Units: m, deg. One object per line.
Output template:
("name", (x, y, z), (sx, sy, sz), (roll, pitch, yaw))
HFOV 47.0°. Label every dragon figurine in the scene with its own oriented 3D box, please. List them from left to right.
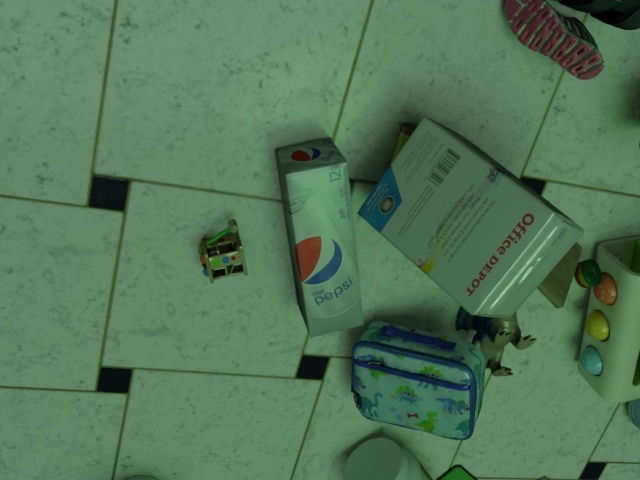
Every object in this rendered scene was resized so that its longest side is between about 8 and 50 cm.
("dragon figurine", (0.289, 0.153, 1.270), (0.085, 0.144, 0.289), (10, 130, -13))

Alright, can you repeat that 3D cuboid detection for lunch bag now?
("lunch bag", (0.159, 0.231, 1.227), (0.218, 0.090, 0.176), (11, 124, 21))

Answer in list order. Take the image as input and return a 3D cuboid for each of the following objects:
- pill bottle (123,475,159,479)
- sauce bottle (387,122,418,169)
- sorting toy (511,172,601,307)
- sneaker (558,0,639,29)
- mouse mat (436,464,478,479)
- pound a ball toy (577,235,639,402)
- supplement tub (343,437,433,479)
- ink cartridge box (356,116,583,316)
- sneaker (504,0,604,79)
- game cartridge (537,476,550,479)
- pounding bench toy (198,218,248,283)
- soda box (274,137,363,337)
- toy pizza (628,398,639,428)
("pill bottle", (-0.298, 0.518, 1.223), (0.136, 0.246, 0.137), (-7, 120, -12))
("sauce bottle", (0.123, -0.112, 1.110), (0.042, 0.042, 0.128), (6, 119, -18))
("sorting toy", (0.349, 0.017, 1.198), (0.274, 0.132, 0.046), (43, 145, -19))
("sneaker", (0.411, -0.349, 1.008), (0.320, 0.126, 0.128), (-10, 115, -12))
("mouse mat", (0.281, 0.555, 1.544), (0.152, 0.007, 0.189), (-41, 122, 9))
("pound a ball toy", (0.547, 0.143, 1.270), (0.135, 0.208, 0.319), (-9, 121, -11))
("supplement tub", (0.143, 0.477, 1.381), (0.144, 0.144, 0.200), (-33, 121, 4))
("ink cartridge box", (0.213, -0.028, 1.040), (0.171, 0.232, 0.168), (-54, 150, 16))
("sneaker", (0.333, -0.299, 1.056), (0.170, 0.075, 0.063), (35, 124, -6))
("game cartridge", (0.466, 0.545, 1.583), (0.083, 0.017, 0.056), (-43, 124, 10))
("pounding bench toy", (-0.150, 0.012, 1.096), (0.065, 0.052, 0.083), (-12, 121, -8))
("soda box", (0.000, 0.000, 1.105), (0.091, 0.098, 0.287), (-12, 121, -8))
("toy pizza", (0.722, 0.313, 1.516), (0.201, 0.032, 0.201), (-6, 120, -11))
